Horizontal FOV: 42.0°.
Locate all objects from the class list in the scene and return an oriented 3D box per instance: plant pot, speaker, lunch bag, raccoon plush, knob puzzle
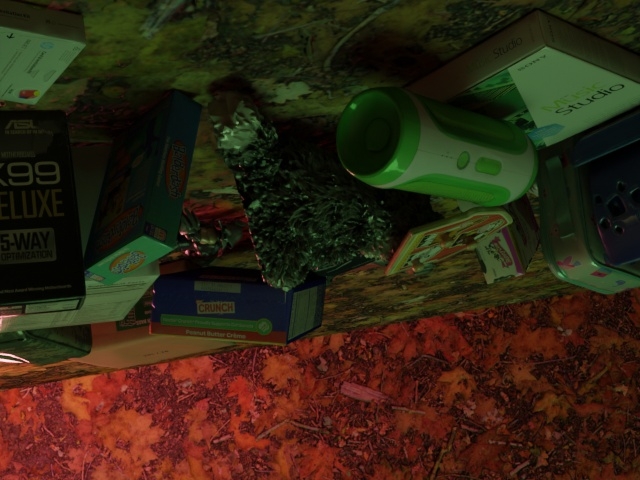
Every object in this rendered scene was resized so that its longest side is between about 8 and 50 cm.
[{"bbox_3d":[0.549,-0.119,1.301,0.236,0.212,0.236,-30,-178,-41],"label":"plant pot"},{"bbox_3d":[0.158,-0.116,1.078,0.296,0.131,0.131,6,158,-45],"label":"speaker"},{"bbox_3d":[-0.574,0.110,1.452,0.256,0.213,0.305,-13,164,5],"label":"lunch bag"},{"bbox_3d":[0.038,-0.072,1.203,0.299,0.216,0.446,-13,165,2],"label":"raccoon plush"},{"bbox_3d":[0.205,0.002,1.245,0.213,0.030,0.213,-20,162,-7],"label":"knob puzzle"},{"bbox_3d":[0.468,-0.057,1.444,0.224,0.279,0.108,13,154,-33],"label":"lunch bag"}]

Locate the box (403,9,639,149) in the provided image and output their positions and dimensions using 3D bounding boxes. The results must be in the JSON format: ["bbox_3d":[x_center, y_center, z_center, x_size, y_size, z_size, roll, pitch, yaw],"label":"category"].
[{"bbox_3d":[0.302,-0.209,1.176,0.322,0.059,0.232,6,158,-42],"label":"box"}]

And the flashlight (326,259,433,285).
[{"bbox_3d":[0.104,0.052,1.933,0.304,0.103,0.103,-12,168,0],"label":"flashlight"}]

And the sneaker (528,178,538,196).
[{"bbox_3d":[0.466,-0.110,1.710,0.098,0.038,0.069,5,162,-19],"label":"sneaker"}]

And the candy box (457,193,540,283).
[{"bbox_3d":[0.325,-0.036,1.488,0.071,0.159,0.233,-18,-172,27],"label":"candy box"}]

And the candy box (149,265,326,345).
[{"bbox_3d":[-0.150,0.123,1.654,0.268,0.122,0.317,4,-179,12],"label":"candy box"}]

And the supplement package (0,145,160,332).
[{"bbox_3d":[-0.370,0.003,1.216,0.198,0.199,0.262,-4,164,-25],"label":"supplement package"}]

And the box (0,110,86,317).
[{"bbox_3d":[-0.445,-0.026,0.977,0.307,0.243,0.076,-4,164,-22],"label":"box"}]

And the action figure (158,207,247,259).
[{"bbox_3d":[-0.269,0.000,1.500,0.285,0.099,0.185,-12,159,-11],"label":"action figure"}]

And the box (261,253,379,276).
[{"bbox_3d":[0.000,0.000,1.646,0.153,0.108,0.207,-23,161,41],"label":"box"}]

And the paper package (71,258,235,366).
[{"bbox_3d":[-0.398,0.181,1.935,0.324,0.168,0.309,-12,165,10],"label":"paper package"}]

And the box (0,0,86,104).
[{"bbox_3d":[-0.349,-0.191,0.825,0.186,0.038,0.145,3,160,-39],"label":"box"}]

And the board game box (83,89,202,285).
[{"bbox_3d":[-0.225,-0.064,1.047,0.047,0.210,0.160,27,146,-33],"label":"board game box"}]
